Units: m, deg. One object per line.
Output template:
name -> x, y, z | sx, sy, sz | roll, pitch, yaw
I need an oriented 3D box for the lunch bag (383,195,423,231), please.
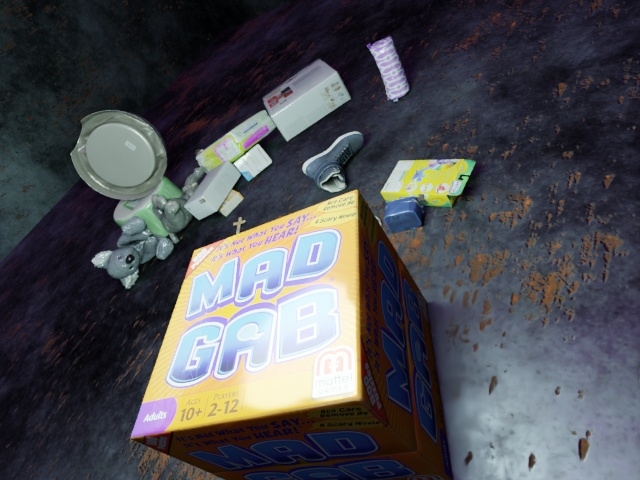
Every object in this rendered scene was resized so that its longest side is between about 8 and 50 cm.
lunch bag -> 0.214, -0.071, 1.061 | 0.099, 0.067, 0.065 | -11, 46, 27

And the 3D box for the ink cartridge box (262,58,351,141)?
ink cartridge box -> -0.069, -0.591, 1.739 | 0.310, 0.130, 0.271 | -32, 38, 6

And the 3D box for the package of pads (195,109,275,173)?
package of pads -> -0.350, -0.392, 1.704 | 0.297, 0.101, 0.229 | -16, 27, 46

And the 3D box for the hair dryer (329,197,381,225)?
hair dryer -> 0.000, 0.000, 1.144 | 0.293, 0.080, 0.224 | -46, 40, -9

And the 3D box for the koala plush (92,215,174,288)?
koala plush -> -0.704, 0.053, 1.554 | 0.203, 0.196, 0.221 | -6, 48, 49

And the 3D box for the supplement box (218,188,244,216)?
supplement box -> -0.345, -0.142, 1.579 | 0.098, 0.036, 0.062 | -49, 39, -13

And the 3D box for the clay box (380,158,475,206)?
clay box -> 0.285, -0.152, 1.100 | 0.222, 0.053, 0.127 | 10, 58, 41

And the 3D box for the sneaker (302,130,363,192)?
sneaker -> 0.070, -0.246, 1.329 | 0.226, 0.086, 0.163 | -36, 41, -1

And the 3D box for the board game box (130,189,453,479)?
board game box -> -0.018, 0.202, 0.739 | 0.357, 0.356, 0.356 | -19, 43, 22

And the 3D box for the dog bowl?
dog bowl -> -0.763, -0.336, 1.625 | 0.349, 0.348, 0.102 | -30, 27, 9

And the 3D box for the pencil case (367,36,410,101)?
pencil case -> 0.241, -0.594, 1.457 | 0.088, 0.206, 0.086 | 2, 40, 42

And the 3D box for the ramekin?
ramekin -> -0.713, -0.136, 1.761 | 0.304, 0.148, 0.303 | -21, 42, 20

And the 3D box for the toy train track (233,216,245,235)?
toy train track -> -0.281, -0.045, 1.454 | 0.048, 0.014, 0.083 | -13, 50, 18

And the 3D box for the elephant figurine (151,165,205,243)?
elephant figurine -> -0.513, -0.145, 1.630 | 0.169, 0.186, 0.239 | 41, 48, 18

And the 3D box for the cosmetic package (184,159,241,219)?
cosmetic package -> -0.405, -0.193, 1.590 | 0.117, 0.085, 0.231 | -19, 37, 37

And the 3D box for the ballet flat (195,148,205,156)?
ballet flat -> -0.510, -0.378, 1.903 | 0.222, 0.079, 0.077 | 21, 65, 46

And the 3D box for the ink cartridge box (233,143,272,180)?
ink cartridge box -> -0.262, -0.303, 1.627 | 0.122, 0.088, 0.052 | -39, 16, -1
